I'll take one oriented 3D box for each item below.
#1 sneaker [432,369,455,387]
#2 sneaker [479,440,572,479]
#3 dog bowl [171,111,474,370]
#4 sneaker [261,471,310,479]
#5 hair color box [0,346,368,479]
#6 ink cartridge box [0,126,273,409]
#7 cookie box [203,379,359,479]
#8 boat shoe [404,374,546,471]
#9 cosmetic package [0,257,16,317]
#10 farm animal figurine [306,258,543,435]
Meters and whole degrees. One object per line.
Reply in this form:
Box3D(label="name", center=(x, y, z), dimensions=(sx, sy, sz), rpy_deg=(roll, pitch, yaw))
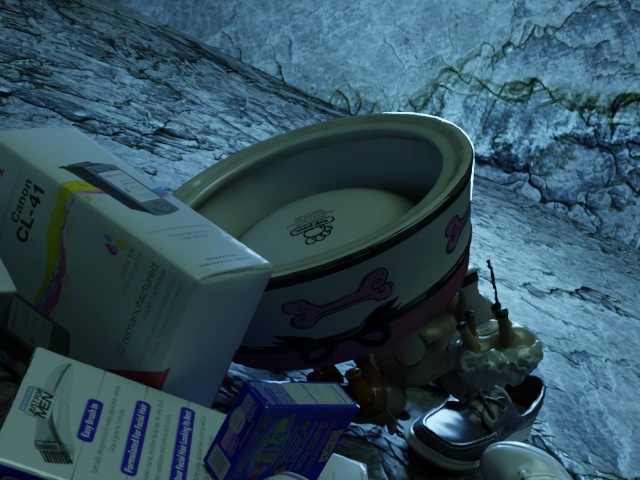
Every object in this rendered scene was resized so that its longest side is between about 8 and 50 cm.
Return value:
Box3D(label="sneaker", center=(0.146, 0.176, 1.526), dimensions=(0.178, 0.071, 0.077), rpy_deg=(27, 29, 33))
Box3D(label="sneaker", center=(0.261, 0.310, 1.253), dimensions=(0.212, 0.080, 0.094), rpy_deg=(39, 16, 32))
Box3D(label="dog bowl", center=(0.000, 0.000, 1.302), dimensions=(0.408, 0.150, 0.408), rpy_deg=(-14, 26, 7))
Box3D(label="sneaker", center=(0.019, 0.297, 0.797), dimensions=(0.161, 0.102, 0.282), rpy_deg=(-24, 71, -33))
Box3D(label="hair color box", center=(-0.125, 0.232, 0.951), dimensions=(0.339, 0.110, 0.185), rpy_deg=(23, 20, -10))
Box3D(label="ink cartridge box", center=(-0.232, 0.049, 1.122), dimensions=(0.306, 0.226, 0.131), rpy_deg=(32, 21, 24))
Box3D(label="cookie box", center=(-0.033, 0.167, 0.934), dimensions=(0.107, 0.091, 0.040), rpy_deg=(8, 28, -42))
Box3D(label="boat shoe", center=(0.209, 0.225, 1.405), dimensions=(0.103, 0.092, 0.285), rpy_deg=(37, 22, 31))
Box3D(label="cosmetic package", center=(-0.450, 0.008, 1.027), dimensions=(0.224, 0.138, 0.224), rpy_deg=(5, 44, -47))
Box3D(label="farm animal figurine", center=(0.083, 0.137, 1.347), dimensions=(0.327, 0.172, 0.330), rpy_deg=(-20, 26, -1))
